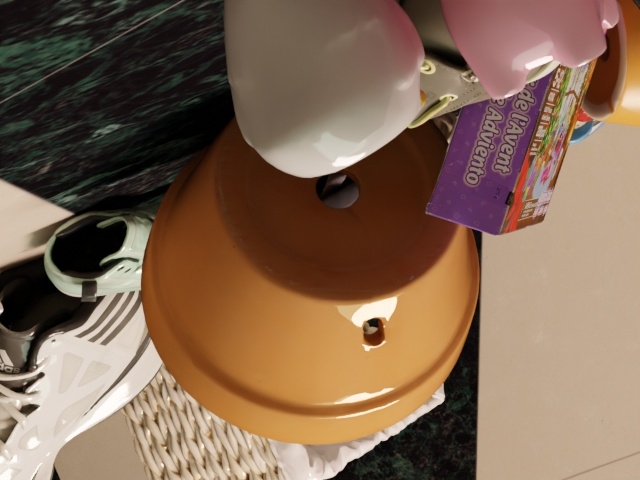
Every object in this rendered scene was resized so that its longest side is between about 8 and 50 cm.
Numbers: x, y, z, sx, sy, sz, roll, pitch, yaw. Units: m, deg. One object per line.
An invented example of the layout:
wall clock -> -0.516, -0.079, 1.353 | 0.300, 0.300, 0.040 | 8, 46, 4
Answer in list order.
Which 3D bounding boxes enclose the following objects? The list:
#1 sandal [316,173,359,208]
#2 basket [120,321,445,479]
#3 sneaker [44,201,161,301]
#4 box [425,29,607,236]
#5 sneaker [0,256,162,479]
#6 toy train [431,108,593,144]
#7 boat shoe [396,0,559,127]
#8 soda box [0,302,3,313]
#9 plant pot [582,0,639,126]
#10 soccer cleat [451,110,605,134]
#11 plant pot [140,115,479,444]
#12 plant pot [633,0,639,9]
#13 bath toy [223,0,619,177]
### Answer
sandal -> -0.006, -0.052, 1.652 | 0.097, 0.054, 0.254 | -13, -165, 26
basket -> -0.075, 0.124, 2.135 | 0.266, 0.328, 0.331 | -21, -179, 35
sneaker -> -0.141, 0.004, 1.670 | 0.256, 0.094, 0.151 | -14, 176, -4
box -> 0.156, -0.109, 1.283 | 0.057, 0.200, 0.293 | 19, -173, 12
sneaker -> -0.359, 0.175, 1.846 | 0.447, 0.169, 0.257 | -50, 155, -18
toy train -> 0.161, -0.112, 1.693 | 0.248, 0.105, 0.143 | -23, 161, -1
boat shoe -> 0.060, -0.124, 1.072 | 0.091, 0.109, 0.305 | -27, -178, -21
soda box -> -0.345, 0.061, 1.592 | 0.074, 0.069, 0.216 | -23, 177, -18
plant pot -> 0.318, -0.173, 1.487 | 0.188, 0.205, 0.205 | -7, 172, -15
soccer cleat -> 0.213, -0.118, 2.117 | 0.331, 0.116, 0.143 | -24, 176, 5
plant pot -> 0.000, 0.000, 1.430 | 0.291, 0.291, 0.203 | -22, 160, -16
plant pot -> 0.321, -0.199, 1.169 | 0.188, 0.167, 0.187 | -23, 177, -23
bath toy -> 0.101, -0.151, 0.807 | 0.348, 0.129, 0.151 | -24, -164, 18
